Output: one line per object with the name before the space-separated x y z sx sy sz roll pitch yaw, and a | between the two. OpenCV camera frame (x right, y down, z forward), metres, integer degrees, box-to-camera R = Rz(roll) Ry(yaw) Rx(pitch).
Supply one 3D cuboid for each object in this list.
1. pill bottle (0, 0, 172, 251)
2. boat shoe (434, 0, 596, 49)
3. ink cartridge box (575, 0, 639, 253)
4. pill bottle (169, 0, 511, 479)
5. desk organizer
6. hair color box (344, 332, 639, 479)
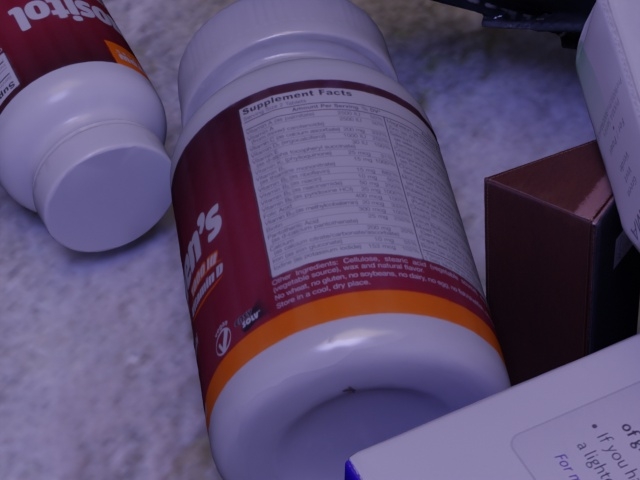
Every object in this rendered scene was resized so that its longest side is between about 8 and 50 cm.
pill bottle | -0.125 -0.068 0.852 0.086 0.086 0.152 -20 50 -15
boat shoe | 0.164 -0.158 0.816 0.500 0.187 0.156 3 52 -19
ink cartridge box | 0.206 -0.002 0.639 0.181 0.056 0.224 -6 60 -7
pill bottle | 0.000 0.000 0.759 0.121 0.121 0.221 -9 47 -5
desk organizer | 0.100 0.015 0.733 0.050 0.130 0.047 24 53 25
hair color box | 0.199 0.110 0.657 0.339 0.110 0.185 -22 49 -14
